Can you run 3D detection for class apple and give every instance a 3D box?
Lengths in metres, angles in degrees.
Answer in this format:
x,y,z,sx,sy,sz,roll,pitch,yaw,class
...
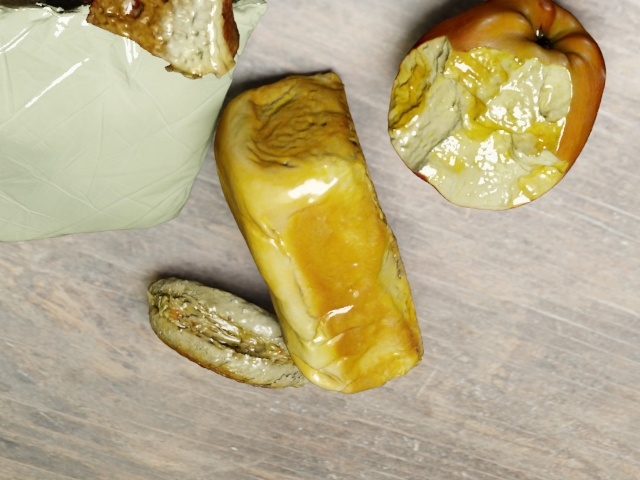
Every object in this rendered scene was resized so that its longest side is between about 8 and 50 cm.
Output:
x,y,z,sx,sy,sz,roll,pitch,yaw,class
0.146,-0.114,0.921,0.156,0.147,0.158,46,122,7,apple

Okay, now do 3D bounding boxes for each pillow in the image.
x,y,z,sx,sy,sz,roll,pitch,yaw,class
-0.209,-0.100,0.974,0.280,0.076,0.274,-9,146,-30,pillow

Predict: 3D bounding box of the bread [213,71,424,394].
x,y,z,sx,sy,sz,roll,pitch,yaw,class
0.000,0.000,1.048,0.132,0.167,0.294,-22,134,-6,bread

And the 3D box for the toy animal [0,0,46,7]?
x,y,z,sx,sy,sz,roll,pitch,yaw,class
-0.290,-0.173,0.953,0.137,0.098,0.098,-36,124,14,toy animal

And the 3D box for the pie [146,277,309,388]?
x,y,z,sx,sy,sz,roll,pitch,yaw,class
-0.095,0.102,1.212,0.193,0.079,0.163,20,171,15,pie

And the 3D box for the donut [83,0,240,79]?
x,y,z,sx,sy,sz,roll,pitch,yaw,class
-0.157,-0.230,0.835,0.295,0.151,0.112,26,127,13,donut
